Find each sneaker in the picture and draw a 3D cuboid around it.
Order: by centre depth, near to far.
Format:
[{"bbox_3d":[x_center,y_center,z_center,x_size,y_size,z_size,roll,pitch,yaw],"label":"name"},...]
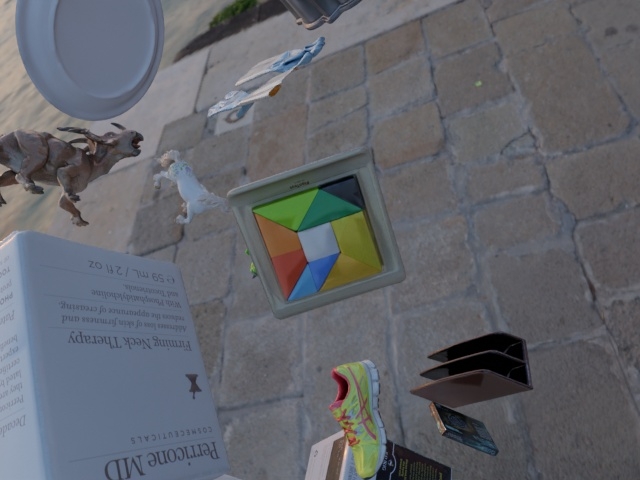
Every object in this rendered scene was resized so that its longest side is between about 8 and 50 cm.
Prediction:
[{"bbox_3d":[0.058,0.321,0.966,0.081,0.094,0.208,-46,42,51],"label":"sneaker"}]

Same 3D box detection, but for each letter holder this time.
[{"bbox_3d":[0.430,0.379,1.594,0.302,0.215,0.151,-35,41,46],"label":"letter holder"}]

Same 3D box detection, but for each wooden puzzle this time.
[{"bbox_3d":[0.000,0.000,0.809,0.221,0.238,0.044,-18,23,3],"label":"wooden puzzle"}]

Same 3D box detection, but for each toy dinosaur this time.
[{"bbox_3d":[-0.490,-0.153,0.972,0.127,0.296,0.200,-24,63,40],"label":"toy dinosaur"}]

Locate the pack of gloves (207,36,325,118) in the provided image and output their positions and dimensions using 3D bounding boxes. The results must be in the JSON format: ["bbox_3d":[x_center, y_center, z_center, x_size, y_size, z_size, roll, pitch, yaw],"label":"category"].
[{"bbox_3d":[-0.093,-0.279,0.964,0.232,0.046,0.195,1,44,49],"label":"pack of gloves"}]

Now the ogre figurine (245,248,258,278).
[{"bbox_3d":[-0.114,0.008,1.235,0.118,0.097,0.197,-53,31,39],"label":"ogre figurine"}]

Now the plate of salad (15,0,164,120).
[{"bbox_3d":[-0.256,-0.237,0.604,0.048,0.199,0.199,21,66,22],"label":"plate of salad"}]

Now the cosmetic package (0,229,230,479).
[{"bbox_3d":[-0.411,0.253,0.867,0.328,0.329,0.393,-30,65,21],"label":"cosmetic package"}]

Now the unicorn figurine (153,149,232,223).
[{"bbox_3d":[-0.202,-0.075,0.854,0.111,0.162,0.060,-26,23,42],"label":"unicorn figurine"}]

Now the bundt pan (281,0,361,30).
[{"bbox_3d":[0.026,-0.495,0.805,0.331,0.124,0.330,-35,40,35],"label":"bundt pan"}]

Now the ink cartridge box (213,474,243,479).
[{"bbox_3d":[-0.304,0.742,1.440,0.155,0.093,0.212,11,94,14],"label":"ink cartridge box"}]

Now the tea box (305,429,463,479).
[{"bbox_3d":[0.127,0.654,1.211,0.220,0.324,0.328,-49,18,47],"label":"tea box"}]

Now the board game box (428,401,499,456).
[{"bbox_3d":[0.410,0.541,1.535,0.026,0.186,0.126,-61,14,15],"label":"board game box"}]
